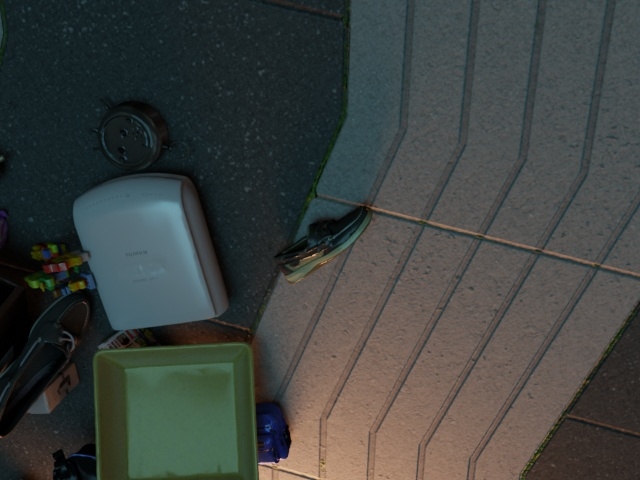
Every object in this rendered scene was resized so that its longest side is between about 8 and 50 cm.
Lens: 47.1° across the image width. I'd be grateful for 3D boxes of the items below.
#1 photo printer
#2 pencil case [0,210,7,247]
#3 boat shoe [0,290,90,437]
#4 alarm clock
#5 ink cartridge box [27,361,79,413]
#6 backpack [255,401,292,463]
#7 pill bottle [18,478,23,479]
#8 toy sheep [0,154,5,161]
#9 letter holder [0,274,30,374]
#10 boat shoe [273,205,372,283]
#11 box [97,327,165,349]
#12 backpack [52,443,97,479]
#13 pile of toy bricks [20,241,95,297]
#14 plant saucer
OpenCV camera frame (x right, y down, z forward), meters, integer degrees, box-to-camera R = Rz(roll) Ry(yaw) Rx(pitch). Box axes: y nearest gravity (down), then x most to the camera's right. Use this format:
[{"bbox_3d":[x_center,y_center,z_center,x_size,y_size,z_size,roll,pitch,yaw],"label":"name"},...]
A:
[{"bbox_3d":[-0.340,0.019,1.464,0.256,0.107,0.307,-8,110,14],"label":"photo printer"},{"bbox_3d":[-0.767,-0.023,1.544,0.206,0.088,0.086,4,149,9],"label":"pencil case"},{"bbox_3d":[-0.575,0.258,1.516,0.096,0.335,0.112,23,157,34],"label":"boat shoe"},{"bbox_3d":[-0.344,-0.194,1.408,0.192,0.064,0.129,15,113,1],"label":"alarm clock"},{"bbox_3d":[-0.614,0.324,1.623,0.099,0.135,0.056,-4,108,11],"label":"ink cartridge box"},{"bbox_3d":[-0.119,0.418,1.590,0.098,0.101,0.120,-9,106,7],"label":"backpack"},{"bbox_3d":[-0.683,0.691,1.789,0.124,0.124,0.221,-37,101,21],"label":"pill bottle"},{"bbox_3d":[-0.694,-0.143,1.478,0.132,0.091,0.091,-20,107,12],"label":"toy sheep"},{"bbox_3d":[-0.738,0.176,1.511,0.215,0.152,0.302,27,142,0],"label":"letter holder"},{"bbox_3d":[0.000,0.000,1.410,0.224,0.080,0.073,-38,106,26],"label":"boat shoe"},{"bbox_3d":[-0.379,0.276,1.614,0.114,0.036,0.207,-33,103,20],"label":"box"},{"bbox_3d":[-0.476,0.612,1.651,0.277,0.213,0.263,15,83,7],"label":"backpack"},{"bbox_3d":[-0.548,0.070,1.478,0.212,0.105,0.118,10,118,47],"label":"pile of toy bricks"},{"bbox_3d":[-0.296,0.383,1.535,0.333,0.081,0.332,-3,86,0],"label":"plant saucer"}]
